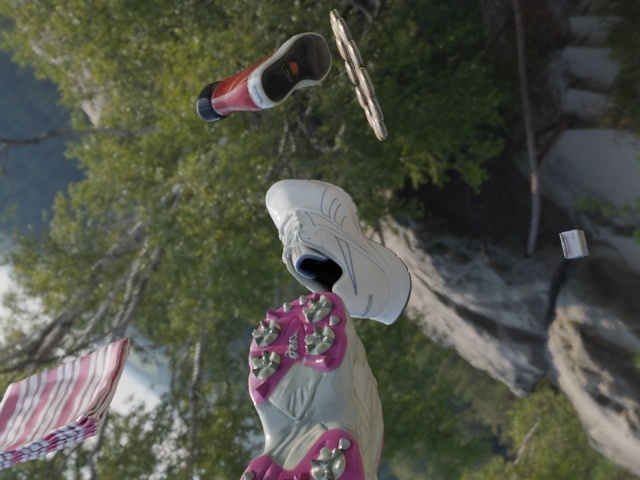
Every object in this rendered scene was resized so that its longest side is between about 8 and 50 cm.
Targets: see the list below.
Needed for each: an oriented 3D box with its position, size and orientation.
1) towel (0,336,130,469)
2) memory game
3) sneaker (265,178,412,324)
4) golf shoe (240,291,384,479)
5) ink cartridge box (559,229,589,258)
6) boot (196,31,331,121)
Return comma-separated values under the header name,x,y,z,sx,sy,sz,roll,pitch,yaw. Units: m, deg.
name,x,y,z,sx,sy,sz,roll,pitch,yaw
towel,-0.319,0.192,0.913,0.029,0.197,0.144,58,-160,-28
memory game,0.050,-0.219,1.041,0.186,0.012,0.186,-23,-90,-88
sneaker,0.000,0.000,1.073,0.129,0.111,0.297,3,-150,-40
golf shoe,0.007,0.185,0.606,0.115,0.306,0.140,-17,131,23
ink cartridge box,0.462,0.007,1.419,0.028,0.048,0.083,-16,171,28
boot,-0.100,-0.275,1.325,0.176,0.244,0.088,-9,113,38
